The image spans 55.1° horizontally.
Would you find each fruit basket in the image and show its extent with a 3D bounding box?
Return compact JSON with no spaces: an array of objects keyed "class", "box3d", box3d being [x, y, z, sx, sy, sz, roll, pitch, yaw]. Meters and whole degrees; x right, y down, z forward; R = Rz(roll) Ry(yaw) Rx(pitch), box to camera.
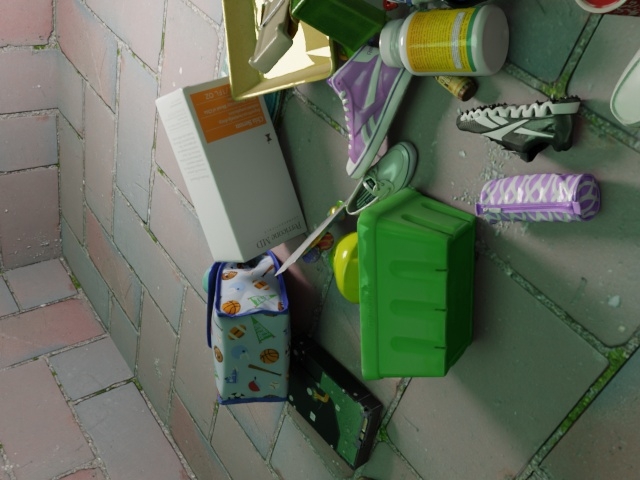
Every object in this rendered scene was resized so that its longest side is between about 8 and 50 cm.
[{"class":"fruit basket","box3d":[0.134,0.078,1.304,0.392,0.283,0.391,13,114,30]}]

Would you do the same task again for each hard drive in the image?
[{"class":"hard drive","box3d":[0.023,0.449,1.737,0.339,0.064,0.236,37,131,39]}]

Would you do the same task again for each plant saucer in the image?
[{"class":"plant saucer","box3d":[-0.084,-0.509,1.413,0.333,0.081,0.332,-2,95,41]}]

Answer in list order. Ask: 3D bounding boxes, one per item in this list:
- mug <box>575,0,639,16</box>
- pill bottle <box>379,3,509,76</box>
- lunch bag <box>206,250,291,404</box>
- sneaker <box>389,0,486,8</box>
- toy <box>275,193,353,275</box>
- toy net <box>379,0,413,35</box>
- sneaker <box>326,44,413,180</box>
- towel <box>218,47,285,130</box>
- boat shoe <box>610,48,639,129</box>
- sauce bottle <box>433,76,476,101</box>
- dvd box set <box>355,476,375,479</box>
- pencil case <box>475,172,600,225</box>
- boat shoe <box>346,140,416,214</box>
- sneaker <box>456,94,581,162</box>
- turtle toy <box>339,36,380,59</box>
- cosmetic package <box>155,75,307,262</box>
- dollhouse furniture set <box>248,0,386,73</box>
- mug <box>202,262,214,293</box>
[{"class":"mug","box3d":[0.416,-0.367,0.807,0.113,0.169,0.150,22,121,47]},{"class":"pill bottle","box3d":[0.215,-0.352,1.092,0.208,0.118,0.117,12,114,39]},{"class":"lunch bag","box3d":[-0.212,0.227,1.782,0.385,0.239,0.327,-103,15,-60]},{"class":"sneaker","box3d":[0.212,-0.445,0.989,0.316,0.182,0.127,17,119,36]},{"class":"toy","box3d":[0.000,0.000,1.458,0.056,0.237,0.137,41,151,-6]},{"class":"toy net","box3d":[0.186,-0.483,1.166,0.122,0.045,0.232,45,134,34]},{"class":"sneaker","box3d":[0.077,-0.273,1.293,0.161,0.102,0.282,23,120,2]},{"class":"towel","box3d":[-0.166,-0.503,1.614,0.271,0.040,0.370,47,136,29]},{"class":"boat shoe","box3d":[0.491,-0.264,0.807,0.113,0.103,0.302,56,141,21]},{"class":"sauce bottle","box3d":[0.239,-0.313,1.165,0.128,0.042,0.042,47,136,29]},{"class":"dvd box set","box3d":[0.258,0.792,1.575,0.420,0.062,0.307,-14,93,53]},{"class":"pencil case","box3d":[0.370,-0.071,1.058,0.206,0.088,0.086,-2,105,52]},{"class":"boat shoe","box3d":[0.131,-0.124,1.353,0.083,0.076,0.226,54,140,23]},{"class":"sneaker","box3d":[0.334,-0.187,1.064,0.234,0.078,0.106,6,107,49]},{"class":"turtle toy","box3d":[0.089,-0.406,1.298,0.130,0.066,0.095,53,166,24]},{"class":"cosmetic package","box3d":[-0.228,-0.191,1.613,0.162,0.230,0.453,-1,112,51]},{"class":"dollhouse furniture set","box3d":[-0.007,-0.464,1.244,0.301,0.151,0.197,-26,49,56]},{"class":"mug","box3d":[-0.297,0.128,1.963,0.097,0.129,0.157,35,130,35]}]
